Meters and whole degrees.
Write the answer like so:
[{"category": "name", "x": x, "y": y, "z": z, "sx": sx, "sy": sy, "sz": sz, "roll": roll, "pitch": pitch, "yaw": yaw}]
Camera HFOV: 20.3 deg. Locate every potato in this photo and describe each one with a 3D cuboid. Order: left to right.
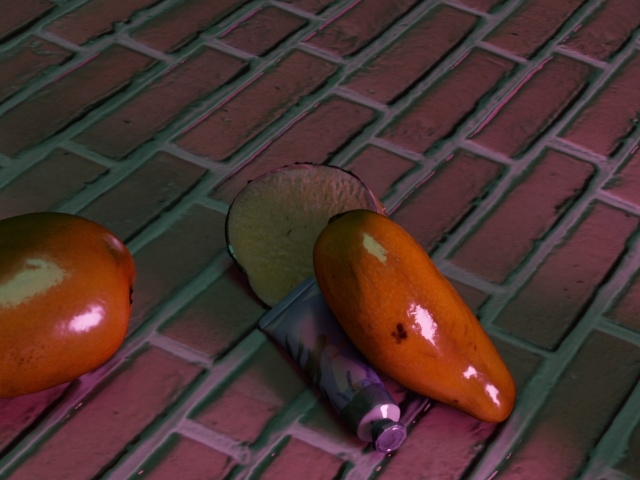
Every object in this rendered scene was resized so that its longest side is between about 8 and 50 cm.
[{"category": "potato", "x": 0.000, "y": 0.000, "z": 2.143, "sx": 0.202, "sy": 0.182, "sz": 0.117, "roll": -9, "pitch": -7, "yaw": 25}]

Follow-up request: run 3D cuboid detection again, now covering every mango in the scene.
[{"category": "mango", "x": -0.345, "y": 0.073, "z": 1.895, "sx": 0.317, "sy": 0.173, "sz": 0.211, "roll": -13, "pitch": 40, "yaw": -22}, {"category": "mango", "x": 0.099, "y": 0.090, "z": 1.984, "sx": 0.295, "sy": 0.120, "sz": 0.177, "roll": 53, "pitch": 11, "yaw": -17}]

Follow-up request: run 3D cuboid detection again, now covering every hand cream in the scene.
[{"category": "hand cream", "x": 0.016, "y": 0.142, "z": 2.000, "sx": 0.055, "sy": 0.088, "sz": 0.256, "roll": 39, "pitch": 9, "yaw": -46}]
